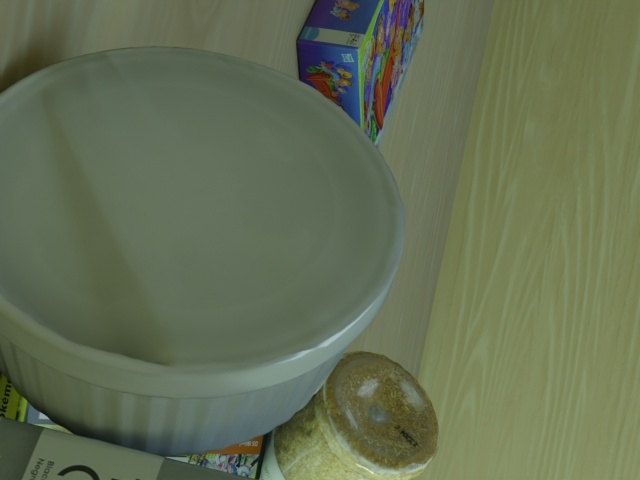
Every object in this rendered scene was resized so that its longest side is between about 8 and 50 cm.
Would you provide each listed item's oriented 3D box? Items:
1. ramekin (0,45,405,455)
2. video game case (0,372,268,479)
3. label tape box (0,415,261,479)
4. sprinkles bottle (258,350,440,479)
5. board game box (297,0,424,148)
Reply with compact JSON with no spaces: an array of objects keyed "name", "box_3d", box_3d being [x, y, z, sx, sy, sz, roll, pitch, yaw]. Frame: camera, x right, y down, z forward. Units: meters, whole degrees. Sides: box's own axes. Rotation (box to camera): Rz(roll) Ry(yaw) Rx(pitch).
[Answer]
[{"name":"ramekin","box_3d":[-0.093,0.011,0.746,0.127,0.273,0.272,106,5,-47]},{"name":"video game case","box_3d":[-0.139,0.162,0.911,0.275,0.035,0.248,15,85,-53]},{"name":"label tape box","box_3d":[-0.107,0.248,0.649,0.115,0.348,0.249,77,27,-60]},{"name":"sprinkles bottle","box_3d":[-0.037,0.238,1.094,0.355,0.121,0.121,-48,-169,41]},{"name":"board game box","box_3d":[0.062,-0.272,1.570,0.233,0.078,0.347,86,20,-48]}]
